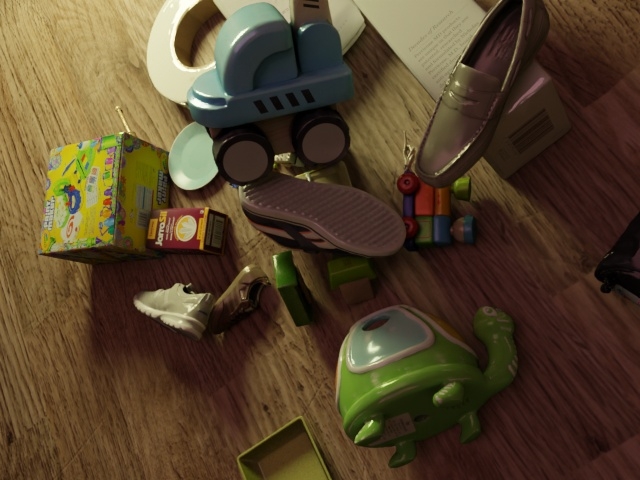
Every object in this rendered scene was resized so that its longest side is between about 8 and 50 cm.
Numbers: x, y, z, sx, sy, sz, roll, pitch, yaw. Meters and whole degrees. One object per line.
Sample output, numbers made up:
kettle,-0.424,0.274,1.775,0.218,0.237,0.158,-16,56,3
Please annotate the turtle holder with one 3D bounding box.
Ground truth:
turtle holder,0.170,0.220,1.046,0.320,0.243,0.227,-42,44,25

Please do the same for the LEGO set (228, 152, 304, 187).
LEGO set,-0.161,-0.165,1.408,0.227,0.093,0.086,5,81,31

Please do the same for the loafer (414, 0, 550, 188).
loafer,0.234,-0.232,0.920,0.112,0.111,0.319,30,95,32

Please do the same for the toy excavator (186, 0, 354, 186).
toy excavator,-0.040,-0.366,1.049,0.434,0.444,0.222,-15,38,-7

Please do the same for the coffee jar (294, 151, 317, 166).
coffee jar,-0.055,-0.250,1.312,0.096,0.184,0.079,-44,29,11

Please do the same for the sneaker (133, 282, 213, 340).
sneaker,-0.339,0.153,1.430,0.281,0.105,0.115,12,64,45

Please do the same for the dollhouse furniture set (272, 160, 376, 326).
dollhouse furniture set,0.000,0.000,1.296,0.198,0.151,0.301,-16,51,4

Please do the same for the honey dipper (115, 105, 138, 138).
honey dipper,-0.552,-0.329,1.711,0.030,0.030,0.160,-40,60,16

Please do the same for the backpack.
backpack,0.548,0.053,0.939,0.182,0.115,0.151,39,110,30

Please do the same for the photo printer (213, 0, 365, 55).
photo printer,-0.066,-0.522,1.387,0.256,0.107,0.307,-37,80,6

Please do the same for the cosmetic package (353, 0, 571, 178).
cosmetic package,0.249,-0.352,1.139,0.161,0.230,0.453,-40,61,17

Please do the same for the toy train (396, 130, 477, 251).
toy train,0.228,-0.105,1.173,0.144,0.105,0.247,-1,78,19

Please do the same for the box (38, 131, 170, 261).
box,-0.558,-0.099,1.572,0.279,0.177,0.289,-5,77,29

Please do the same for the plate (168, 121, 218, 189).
plate,-0.313,-0.217,1.550,0.188,0.024,0.188,-8,74,29

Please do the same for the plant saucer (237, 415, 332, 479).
plant saucer,-0.058,0.484,1.225,0.188,0.045,0.188,-37,62,17

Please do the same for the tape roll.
tape roll,-0.290,-0.529,1.582,0.392,0.072,0.391,-7,76,28

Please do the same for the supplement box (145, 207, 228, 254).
supplement box,-0.327,-0.021,1.477,0.188,0.081,0.104,0,79,30

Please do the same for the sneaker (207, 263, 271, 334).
sneaker,-0.185,0.146,1.365,0.071,0.066,0.188,37,98,30

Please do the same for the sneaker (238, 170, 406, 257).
sneaker,0.003,-0.038,1.155,0.321,0.127,0.126,20,64,9
